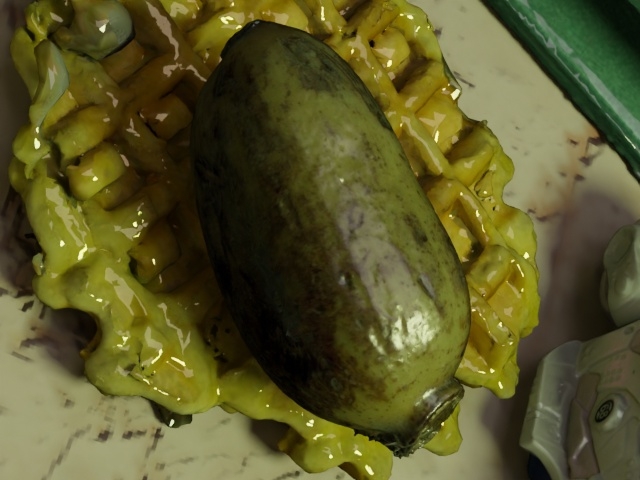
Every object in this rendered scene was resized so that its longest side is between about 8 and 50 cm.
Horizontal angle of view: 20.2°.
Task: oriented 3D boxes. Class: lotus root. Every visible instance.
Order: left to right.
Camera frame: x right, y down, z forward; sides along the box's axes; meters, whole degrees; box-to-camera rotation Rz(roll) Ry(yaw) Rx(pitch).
[{"bbox_3d":[0.000,0.000,0.696,0.080,0.089,0.179,-17,79,-53],"label":"lotus root"}]

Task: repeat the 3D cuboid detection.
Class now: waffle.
[{"bbox_3d":[-0.015,-0.034,0.788,0.262,0.060,0.280,14,65,-31],"label":"waffle"}]

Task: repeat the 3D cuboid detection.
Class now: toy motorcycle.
[{"bbox_3d":[0.155,0.088,0.812,0.112,0.112,0.254,31,56,-18],"label":"toy motorcycle"}]

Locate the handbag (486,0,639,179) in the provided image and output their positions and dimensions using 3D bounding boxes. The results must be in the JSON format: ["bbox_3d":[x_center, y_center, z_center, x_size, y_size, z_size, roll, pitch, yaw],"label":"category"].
[{"bbox_3d":[0.195,-0.171,0.960,0.326,0.089,0.238,46,52,-9],"label":"handbag"}]
